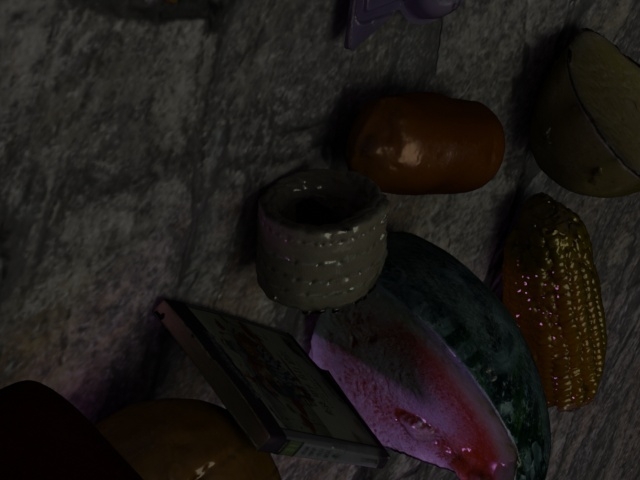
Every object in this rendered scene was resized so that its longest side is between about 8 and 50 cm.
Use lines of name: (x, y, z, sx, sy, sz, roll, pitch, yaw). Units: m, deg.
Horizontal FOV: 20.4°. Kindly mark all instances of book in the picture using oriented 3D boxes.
book: (-0.035, 0.124, 1.526, 0.026, 0.157, 0.231, -47, 153, 12)

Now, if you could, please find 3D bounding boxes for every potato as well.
potato: (0.285, -0.116, 1.882, 0.117, 0.182, 0.202, -37, -174, 32)

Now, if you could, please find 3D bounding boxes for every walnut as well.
walnut: (-0.132, 0.231, 1.433, 0.221, 0.195, 0.195, -35, 140, -33)

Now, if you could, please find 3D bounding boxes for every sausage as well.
sausage: (0.100, -0.088, 1.640, 0.238, 0.098, 0.098, -1, 114, -59)

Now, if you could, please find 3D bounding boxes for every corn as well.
corn: (0.263, 0.079, 2.007, 0.119, 0.119, 0.322, -46, 147, -29)

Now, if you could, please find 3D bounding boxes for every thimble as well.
thimble: (0.000, 0.000, 1.535, 0.115, 0.102, 0.090, -7, 125, -15)

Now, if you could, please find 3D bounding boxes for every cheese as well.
cheese: (0.087, -0.232, 1.551, 0.191, 0.042, 0.105, -27, 134, -46)

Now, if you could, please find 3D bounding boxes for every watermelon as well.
watermelon: (0.079, 0.118, 1.678, 0.213, 0.320, 0.289, -31, 135, 17)

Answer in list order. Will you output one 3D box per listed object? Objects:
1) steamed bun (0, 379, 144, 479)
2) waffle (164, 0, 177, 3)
steamed bun: (-0.246, 0.263, 1.151, 0.379, 0.235, 0.248, -41, 180, -32)
waffle: (-0.058, -0.268, 1.270, 0.309, 0.065, 0.283, -51, 148, -19)
